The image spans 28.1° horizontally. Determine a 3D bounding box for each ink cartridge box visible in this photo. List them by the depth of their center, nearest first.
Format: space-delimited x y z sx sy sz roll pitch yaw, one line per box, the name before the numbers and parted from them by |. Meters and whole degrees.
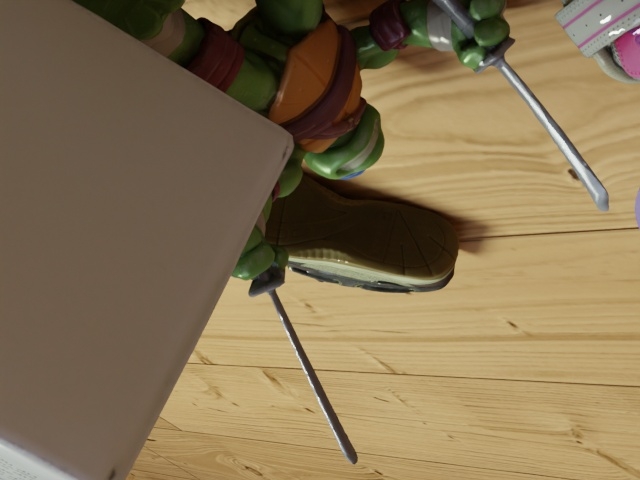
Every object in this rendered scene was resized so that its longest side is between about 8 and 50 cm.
ink cartridge box | -0.219 0.002 0.623 0.285 0.166 0.395 31 158 -9

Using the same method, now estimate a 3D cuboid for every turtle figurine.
turtle figurine | 0.013 -0.074 0.673 0.197 0.275 0.266 -26 146 14

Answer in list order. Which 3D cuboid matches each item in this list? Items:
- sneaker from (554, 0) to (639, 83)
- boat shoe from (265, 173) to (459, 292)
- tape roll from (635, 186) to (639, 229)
sneaker | 0.138 -0.131 0.538 0.252 0.111 0.103 27 158 -7
boat shoe | 0.001 -0.001 1.022 0.223 0.080 0.073 14 151 14
tape roll | 0.272 -0.027 0.684 0.189 0.080 0.189 21 159 9
